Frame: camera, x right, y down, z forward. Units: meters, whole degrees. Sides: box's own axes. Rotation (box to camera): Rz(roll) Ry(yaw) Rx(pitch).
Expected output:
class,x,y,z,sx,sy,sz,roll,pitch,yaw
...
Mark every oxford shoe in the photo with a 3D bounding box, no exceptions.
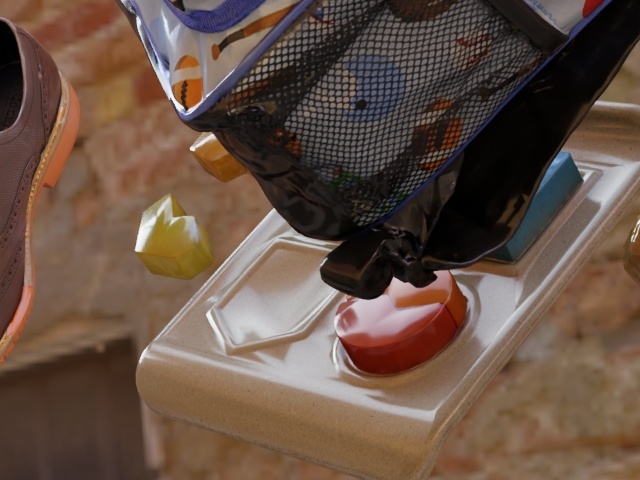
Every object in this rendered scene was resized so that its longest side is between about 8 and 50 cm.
class,x,y,z,sx,sy,sz,roll,pitch,yaw
oxford shoe,-0.311,-0.024,1.659,0.130,0.364,0.133,2,-30,14

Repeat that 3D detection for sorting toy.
class,x,y,z,sx,sy,sz,roll,pitch,yaw
sorting toy,0.000,0.000,0.997,0.307,0.229,0.041,11,-35,46

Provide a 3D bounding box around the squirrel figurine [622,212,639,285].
class,x,y,z,sx,sy,sz,roll,pitch,yaw
squirrel figurine,0.381,-0.034,0.872,0.397,0.370,0.281,5,-38,43

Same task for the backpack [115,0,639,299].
class,x,y,z,sx,sy,sz,roll,pitch,yaw
backpack,0.026,-0.167,0.769,0.263,0.276,0.213,-38,-45,6
